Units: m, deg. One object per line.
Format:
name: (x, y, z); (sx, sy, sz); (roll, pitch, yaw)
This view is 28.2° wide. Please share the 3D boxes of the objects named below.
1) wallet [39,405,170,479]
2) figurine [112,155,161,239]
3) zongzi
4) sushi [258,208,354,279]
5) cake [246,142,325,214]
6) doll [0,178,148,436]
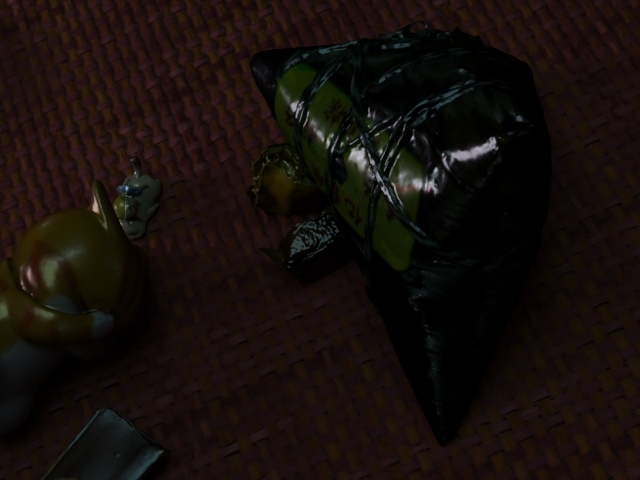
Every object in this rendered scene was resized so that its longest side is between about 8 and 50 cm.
wallet: (-0.235, 0.253, 1.249); (0.095, 0.026, 0.176); (31, 78, 25)
figurine: (-0.208, -0.046, 1.396); (0.047, 0.050, 0.083); (-2, 61, 19)
zongzi: (0.108, -0.015, 1.225); (0.319, 0.362, 0.383); (-1, 27, -15)
sushi: (0.000, 0.000, 1.317); (0.120, 0.052, 0.055); (-30, 58, -4)
cake: (0.010, -0.062, 1.361); (0.185, 0.116, 0.080); (-14, 66, -31)
doll: (-0.295, 0.080, 1.286); (0.269, 0.167, 0.162); (-30, 61, -7)
